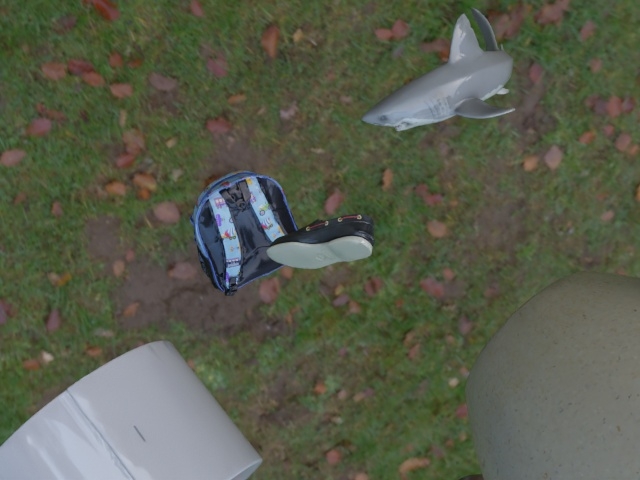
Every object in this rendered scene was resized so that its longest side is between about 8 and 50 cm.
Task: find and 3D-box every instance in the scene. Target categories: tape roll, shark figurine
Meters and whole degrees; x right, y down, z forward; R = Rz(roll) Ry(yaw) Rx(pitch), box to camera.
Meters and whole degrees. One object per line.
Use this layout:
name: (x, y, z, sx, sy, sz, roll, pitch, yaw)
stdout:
tape roll: (-0.207, 0.246, 0.980, 0.246, 0.169, 0.246, -38, 167, -10)
shark figurine: (0.184, -0.225, 1.128, 0.278, 0.166, 0.116, -38, 120, -43)

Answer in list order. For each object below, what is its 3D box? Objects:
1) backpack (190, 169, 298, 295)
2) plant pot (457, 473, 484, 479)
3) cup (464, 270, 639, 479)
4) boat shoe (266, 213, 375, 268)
backpack: (-0.122, -0.028, 1.389, 0.158, 0.117, 0.173, -27, 127, -11)
plant pot: (0.256, 0.479, 1.492, 0.167, 0.165, 0.166, 9, 122, 14)
cup: (0.263, 0.164, 0.788, 0.331, 0.237, 0.331, -28, 144, -23)
boat shoe: (0.001, 0.001, 1.013, 0.133, 0.042, 0.049, -10, 142, 33)
